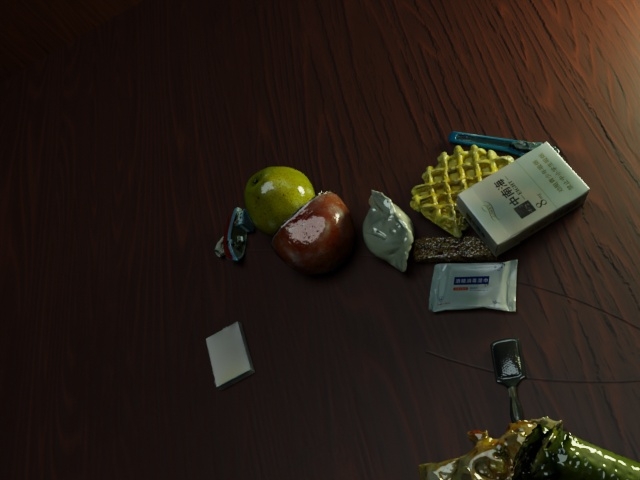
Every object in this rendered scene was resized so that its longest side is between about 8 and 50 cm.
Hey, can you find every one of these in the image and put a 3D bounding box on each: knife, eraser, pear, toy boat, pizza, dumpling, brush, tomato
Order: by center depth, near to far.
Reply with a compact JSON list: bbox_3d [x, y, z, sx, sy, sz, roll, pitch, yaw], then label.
[{"bbox_3d":[0.336,0.437,1.293,0.296,0.071,0.189,-28,51,10],"label":"pizza"},{"bbox_3d":[0.386,0.287,1.392,0.062,0.016,0.194,-16,55,21],"label":"brush"},{"bbox_3d":[0.162,-0.034,1.632,0.124,0.151,0.229,-17,49,-15],"label":"dumpling"},{"bbox_3d":[0.442,-0.229,1.672,0.296,0.026,0.044,16,82,34],"label":"knife"},{"bbox_3d":[0.000,0.000,1.705,0.214,0.180,0.155,-44,68,8],"label":"tomato"},{"bbox_3d":[-0.229,0.288,1.728,0.103,0.023,0.150,-29,51,10],"label":"eraser"},{"bbox_3d":[-0.104,-0.103,1.792,0.198,0.198,0.198,-14,56,21],"label":"pear"},{"bbox_3d":[-0.223,-0.015,1.880,0.058,0.069,0.173,-15,50,31],"label":"toy boat"}]

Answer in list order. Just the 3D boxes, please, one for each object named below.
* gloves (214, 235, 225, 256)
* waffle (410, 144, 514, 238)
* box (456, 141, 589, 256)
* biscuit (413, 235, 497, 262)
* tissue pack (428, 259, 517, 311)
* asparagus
[{"bbox_3d":[-0.271,0.017,1.906,0.044,0.037,0.081,45,69,4],"label":"gloves"},{"bbox_3d":[0.355,-0.118,1.623,0.250,0.056,0.261,-44,51,-13],"label":"waffle"},{"bbox_3d":[0.441,-0.092,1.514,0.242,0.067,0.155,-29,62,-5],"label":"box"},{"bbox_3d":[0.311,0.020,1.585,0.198,0.034,0.064,-4,57,27],"label":"biscuit"},{"bbox_3d":[0.337,0.102,1.525,0.192,0.026,0.123,-4,60,27],"label":"tissue pack"},{"bbox_3d":[0.520,0.429,1.157,0.381,0.108,0.129,19,90,16],"label":"asparagus"}]
